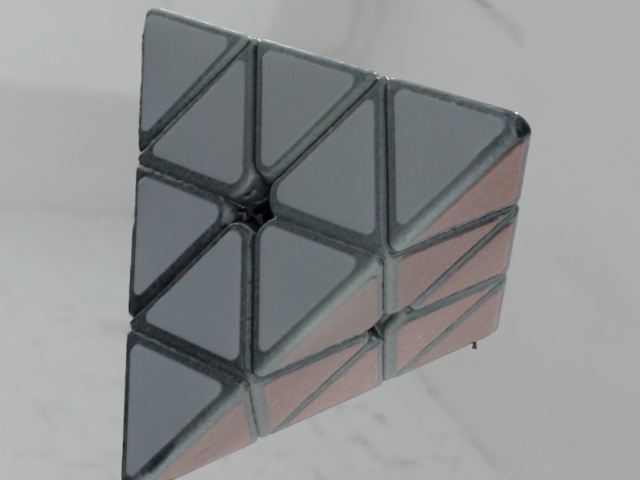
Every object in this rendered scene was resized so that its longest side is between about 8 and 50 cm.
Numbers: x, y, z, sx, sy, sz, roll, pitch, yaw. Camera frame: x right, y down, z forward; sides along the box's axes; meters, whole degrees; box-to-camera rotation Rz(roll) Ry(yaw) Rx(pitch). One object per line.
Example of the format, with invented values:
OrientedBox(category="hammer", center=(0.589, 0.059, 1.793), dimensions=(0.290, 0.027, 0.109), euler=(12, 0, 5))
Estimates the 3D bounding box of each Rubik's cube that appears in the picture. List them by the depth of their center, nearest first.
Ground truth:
OrientedBox(category="Rubik's cube", center=(0.002, 0.002, 1.159), dimensions=(0.229, 0.228, 0.233), euler=(-88, 177, -68))
